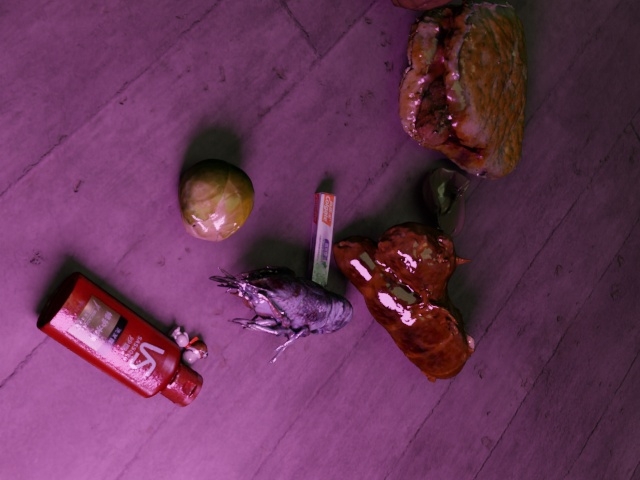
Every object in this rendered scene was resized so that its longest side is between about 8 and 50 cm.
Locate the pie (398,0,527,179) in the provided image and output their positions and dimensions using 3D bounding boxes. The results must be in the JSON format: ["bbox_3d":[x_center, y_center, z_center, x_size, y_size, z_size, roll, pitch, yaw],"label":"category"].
[{"bbox_3d":[0.356,-0.349,2.072,0.418,0.180,0.395,15,86,-49],"label":"pie"}]

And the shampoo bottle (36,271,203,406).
[{"bbox_3d":[-0.341,0.186,1.585,0.314,0.076,0.118,42,62,-29],"label":"shampoo bottle"}]

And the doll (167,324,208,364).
[{"bbox_3d":[-0.245,0.192,1.684,0.058,0.040,0.085,-29,107,-23],"label":"doll"}]

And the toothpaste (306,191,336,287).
[{"bbox_3d":[0.000,0.000,1.870,0.040,0.047,0.196,8,84,-22],"label":"toothpaste"}]

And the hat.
[{"bbox_3d":[0.267,-0.069,2.066,0.147,0.085,0.175,-29,129,-45],"label":"hat"}]

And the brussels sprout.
[{"bbox_3d":[-0.194,-0.075,1.678,0.155,0.117,0.155,-3,99,-17],"label":"brussels sprout"}]

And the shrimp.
[{"bbox_3d":[-0.080,0.140,1.740,0.372,0.137,0.172,11,66,-38],"label":"shrimp"}]

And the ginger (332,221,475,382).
[{"bbox_3d":[0.225,0.125,1.920,0.418,0.254,0.176,56,26,-22],"label":"ginger"}]

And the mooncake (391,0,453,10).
[{"bbox_3d":[0.251,-0.617,1.925,0.290,0.290,0.161,-49,121,-27],"label":"mooncake"}]
